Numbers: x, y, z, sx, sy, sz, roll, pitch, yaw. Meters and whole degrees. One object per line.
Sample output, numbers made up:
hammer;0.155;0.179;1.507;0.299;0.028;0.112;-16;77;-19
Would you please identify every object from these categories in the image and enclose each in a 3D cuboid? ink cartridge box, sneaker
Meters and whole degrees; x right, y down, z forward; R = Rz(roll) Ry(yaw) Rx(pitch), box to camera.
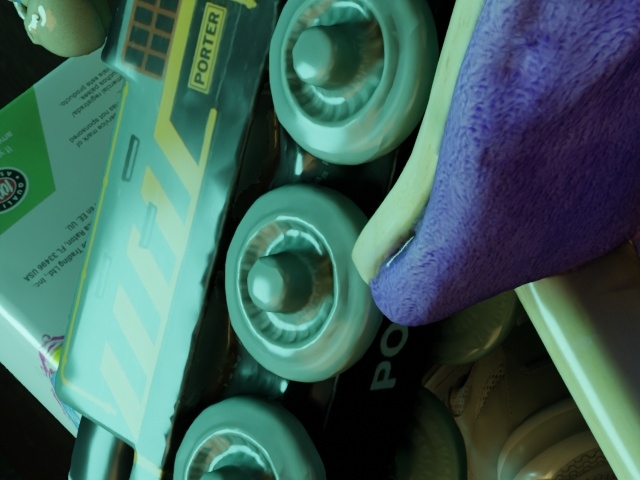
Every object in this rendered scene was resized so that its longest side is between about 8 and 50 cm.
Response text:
ink cartridge box;-0.069;0.028;0.840;0.278;0.201;0.117;42;157;15
sneaker;0.119;0.115;0.816;0.281;0.105;0.115;98;156;-62

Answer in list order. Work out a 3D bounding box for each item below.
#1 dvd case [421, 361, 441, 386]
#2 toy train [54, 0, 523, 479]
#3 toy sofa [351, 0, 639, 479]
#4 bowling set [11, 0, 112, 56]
dvd case;0.000;0.000;0.709;0.164;0.221;0.018;42;-163;15
toy train;-0.018;-0.004;0.634;0.190;0.142;0.334;25;107;38
toy sofa;0.135;-0.032;0.383;0.150;0.177;0.362;62;161;23
bowling set;-0.132;-0.154;0.697;0.154;0.200;0.287;37;158;24
